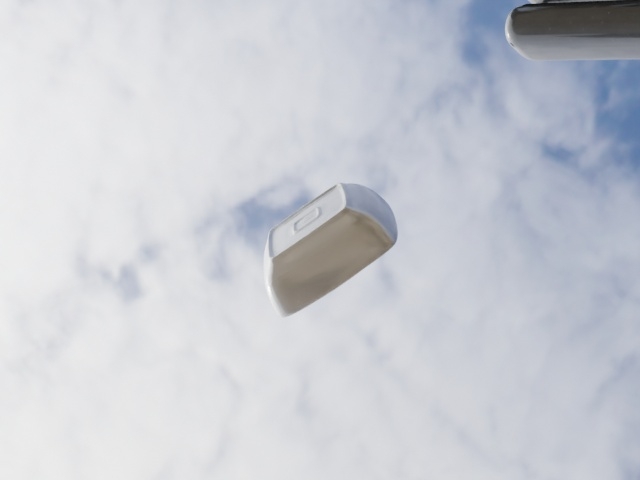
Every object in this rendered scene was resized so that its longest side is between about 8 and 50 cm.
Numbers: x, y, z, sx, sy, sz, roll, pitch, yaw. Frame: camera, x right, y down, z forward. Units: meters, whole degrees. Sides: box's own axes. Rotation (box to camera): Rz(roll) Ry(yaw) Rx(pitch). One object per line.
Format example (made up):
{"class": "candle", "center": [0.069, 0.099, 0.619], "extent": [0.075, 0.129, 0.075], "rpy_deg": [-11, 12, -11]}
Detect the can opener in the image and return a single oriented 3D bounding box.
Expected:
{"class": "can opener", "center": [0.229, -0.151, 0.741], "extent": [0.283, 0.095, 0.076], "rpy_deg": [5, -103, 37]}

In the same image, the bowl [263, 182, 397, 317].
{"class": "bowl", "center": [0.000, 0.000, 1.234], "extent": [0.142, 0.142, 0.053], "rpy_deg": [-35, -73, 10]}
